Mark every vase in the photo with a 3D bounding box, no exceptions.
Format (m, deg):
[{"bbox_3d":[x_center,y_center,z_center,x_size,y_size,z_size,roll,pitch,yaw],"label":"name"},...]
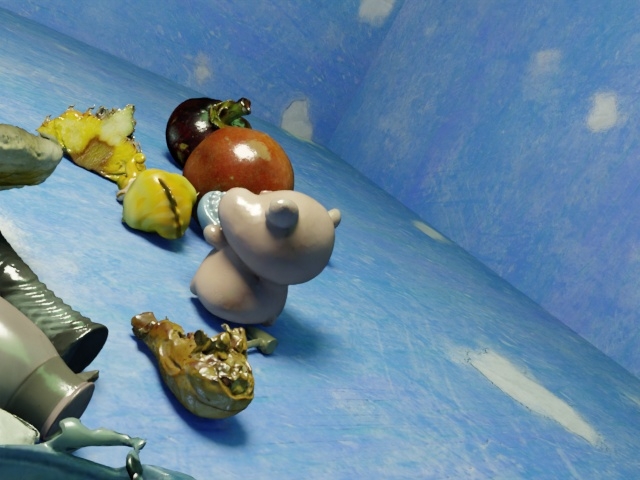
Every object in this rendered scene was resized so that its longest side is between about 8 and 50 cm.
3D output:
[{"bbox_3d":[-0.348,0.055,0.663,0.237,0.115,0.115,37,16,11],"label":"vase"}]

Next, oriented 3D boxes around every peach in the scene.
[{"bbox_3d":[-0.169,-0.109,1.262,0.252,0.252,0.252,27,15,-8],"label":"peach"}]

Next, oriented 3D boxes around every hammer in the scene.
[{"bbox_3d":[-0.140,0.153,0.867,0.060,0.028,0.195,29,14,28],"label":"hammer"}]

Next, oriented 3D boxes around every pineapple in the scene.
[{"bbox_3d":[-0.461,-0.233,1.301,0.250,0.164,0.140,24,8,-9],"label":"pineapple"}]

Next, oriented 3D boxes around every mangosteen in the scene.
[{"bbox_3d":[-0.287,-0.305,1.618,0.231,0.289,0.231,24,44,-26],"label":"mangosteen"}]

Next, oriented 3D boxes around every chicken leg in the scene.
[{"bbox_3d":[-0.162,0.136,0.739,0.207,0.101,0.085,29,13,35],"label":"chicken leg"}]

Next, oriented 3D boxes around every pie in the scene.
[{"bbox_3d":[-0.465,-0.078,0.667,0.337,0.075,0.337,-8,7,1],"label":"pie"}]

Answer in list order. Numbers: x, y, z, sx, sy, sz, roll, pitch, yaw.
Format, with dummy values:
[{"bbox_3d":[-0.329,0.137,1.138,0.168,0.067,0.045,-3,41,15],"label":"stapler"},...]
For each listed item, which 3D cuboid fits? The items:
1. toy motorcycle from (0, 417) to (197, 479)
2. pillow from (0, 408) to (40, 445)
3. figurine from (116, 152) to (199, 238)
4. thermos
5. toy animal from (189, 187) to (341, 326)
[{"bbox_3d":[-0.173,0.206,0.360,0.206,0.154,0.260,39,5,24],"label":"toy motorcycle"},{"bbox_3d":[-0.339,0.139,0.438,0.229,0.051,0.128,30,44,2],"label":"pillow"},{"bbox_3d":[-0.323,-0.087,1.145,0.156,0.131,0.246,-28,36,-29],"label":"figurine"},{"bbox_3d":[-0.308,0.122,0.536,0.193,0.105,0.137,33,43,3],"label":"thermos"},{"bbox_3d":[-0.096,0.029,0.963,0.229,0.221,0.210,3,-2,20],"label":"toy animal"}]
